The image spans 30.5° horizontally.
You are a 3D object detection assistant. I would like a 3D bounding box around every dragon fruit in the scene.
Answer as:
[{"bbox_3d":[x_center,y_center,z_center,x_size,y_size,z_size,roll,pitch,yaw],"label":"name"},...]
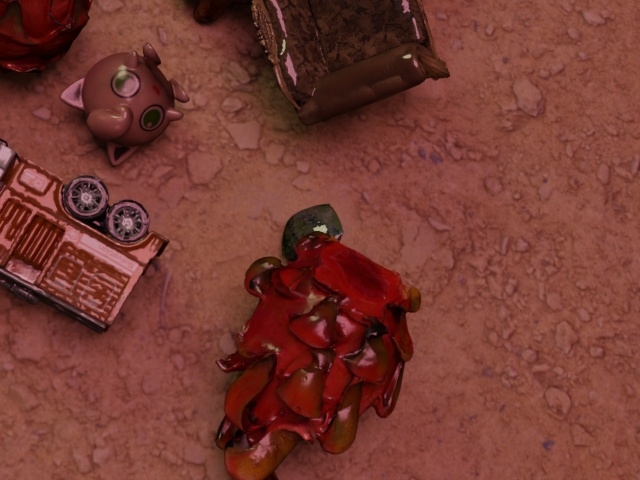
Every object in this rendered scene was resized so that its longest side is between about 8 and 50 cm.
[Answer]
[{"bbox_3d":[-0.016,0.142,1.413,0.227,0.243,0.307,24,44,30],"label":"dragon fruit"},{"bbox_3d":[-0.373,-0.323,1.452,0.193,0.274,0.192,23,39,-15],"label":"dragon fruit"}]

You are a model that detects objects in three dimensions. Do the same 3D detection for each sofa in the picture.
[{"bbox_3d":[0.034,-0.298,1.546,0.200,0.182,0.258,-17,81,17],"label":"sofa"}]

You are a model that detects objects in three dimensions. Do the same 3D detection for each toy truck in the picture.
[{"bbox_3d":[-0.349,-0.016,1.415,0.305,0.136,0.162,30,76,-8],"label":"toy truck"}]

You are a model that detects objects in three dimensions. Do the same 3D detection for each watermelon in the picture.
[{"bbox_3d":[-0.001,-0.006,1.548,0.072,0.092,0.085,14,73,-53],"label":"watermelon"}]

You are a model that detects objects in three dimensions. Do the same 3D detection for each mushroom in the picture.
[{"bbox_3d":[-0.137,-0.354,1.607,0.126,0.109,0.085,3,66,-32],"label":"mushroom"}]

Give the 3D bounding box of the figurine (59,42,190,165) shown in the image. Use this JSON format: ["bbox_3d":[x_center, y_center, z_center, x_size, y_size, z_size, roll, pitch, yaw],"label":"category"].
[{"bbox_3d":[-0.246,-0.179,1.505,0.138,0.125,0.125,-38,85,-11],"label":"figurine"}]
